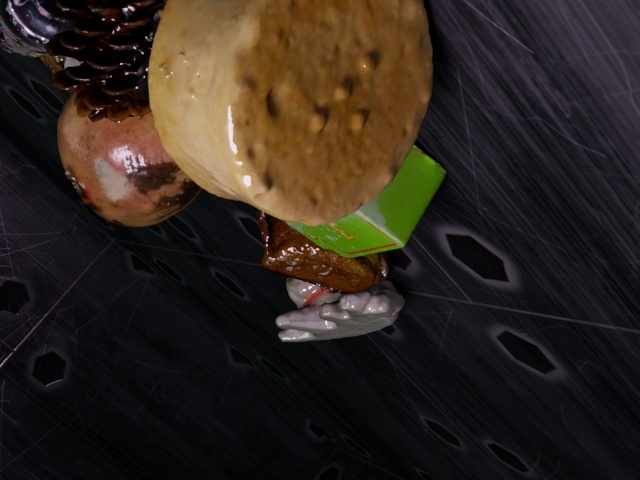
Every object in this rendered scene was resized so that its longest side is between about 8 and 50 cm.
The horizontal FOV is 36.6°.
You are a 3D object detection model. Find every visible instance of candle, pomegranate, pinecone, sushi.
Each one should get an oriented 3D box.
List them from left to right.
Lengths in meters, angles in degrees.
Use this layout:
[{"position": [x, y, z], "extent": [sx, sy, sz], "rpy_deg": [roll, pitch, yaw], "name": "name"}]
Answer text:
[{"position": [-0.492, -0.413, 1.678], "extent": [0.187, 0.187, 0.330], "rpy_deg": [47, 163, -25], "name": "candle"}, {"position": [-0.298, -0.320, 1.441], "extent": [0.246, 0.246, 0.292], "rpy_deg": [31, 145, 23], "name": "pinecone"}, {"position": [-0.356, -0.179, 1.845], "extent": [0.322, 0.322, 0.322], "rpy_deg": [35, 163, 13], "name": "pomegranate"}, {"position": [0.002, 0.002, 1.762], "extent": [0.296, 0.179, 0.167], "rpy_deg": [14, 144, -13], "name": "sushi"}]

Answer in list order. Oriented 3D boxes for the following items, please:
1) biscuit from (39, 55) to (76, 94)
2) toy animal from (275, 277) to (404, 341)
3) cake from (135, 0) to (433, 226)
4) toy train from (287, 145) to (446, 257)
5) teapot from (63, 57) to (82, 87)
[{"position": [-0.497, -0.343, 2.050], "extent": [0.296, 0.075, 0.296], "rpy_deg": [36, 163, 13], "name": "biscuit"}, {"position": [0.040, 0.096, 1.951], "extent": [0.266, 0.188, 0.308], "rpy_deg": [6, 161, 8], "name": "toy animal"}, {"position": [-0.078, -0.205, 1.128], "extent": [0.321, 0.332, 0.332], "rpy_deg": [25, 158, 43], "name": "cake"}, {"position": [0.025, -0.094, 1.470], "extent": [0.248, 0.174, 0.307], "rpy_deg": [34, 164, -15], "name": "toy train"}, {"position": [-0.341, -0.321, 1.687], "extent": [0.200, 0.107, 0.077], "rpy_deg": [-1, 148, 19], "name": "teapot"}]
